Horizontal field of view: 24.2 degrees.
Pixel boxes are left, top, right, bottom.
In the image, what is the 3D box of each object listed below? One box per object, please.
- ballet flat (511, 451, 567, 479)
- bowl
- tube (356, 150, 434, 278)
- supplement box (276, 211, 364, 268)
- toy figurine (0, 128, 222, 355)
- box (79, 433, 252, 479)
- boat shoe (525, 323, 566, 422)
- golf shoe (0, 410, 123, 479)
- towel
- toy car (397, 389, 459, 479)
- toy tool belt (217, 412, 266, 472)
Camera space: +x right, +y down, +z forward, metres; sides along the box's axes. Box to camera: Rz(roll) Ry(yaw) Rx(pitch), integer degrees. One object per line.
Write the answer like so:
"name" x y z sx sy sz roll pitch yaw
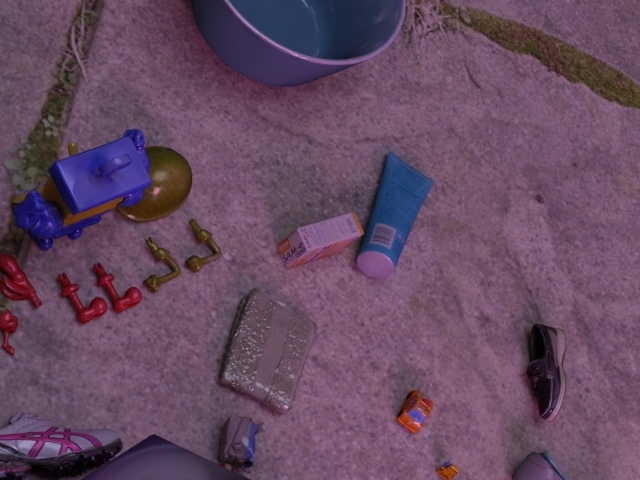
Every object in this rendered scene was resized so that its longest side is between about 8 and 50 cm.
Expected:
"ballet flat" 0.336 0.374 1.978 0.068 0.072 0.213 -43 89 -12
"bowl" -0.053 -0.337 2.068 0.312 0.163 0.311 14 59 -23
"tube" 0.102 -0.037 2.071 0.080 0.052 0.207 36 47 -15
"supplement box" 0.000 0.000 1.978 0.098 0.062 0.036 -17 75 -35
"toy figurine" -0.241 -0.038 1.758 0.363 0.217 0.191 -22 77 -36
"box" -0.167 0.367 1.463 0.296 0.294 0.182 -30 123 -38
"boat shoe" 0.308 0.182 2.069 0.049 0.056 0.152 21 46 -14
"golf shoe" -0.310 0.225 1.667 0.186 0.067 0.086 -4 65 -32
"towel" -0.066 0.138 1.885 0.110 0.027 0.148 28 53 -13
"toy car" 0.153 0.248 1.944 0.122 0.040 0.060 51 51 4
"toy tool belt" -0.093 0.252 1.792 0.051 0.052 0.083 15 58 -13
